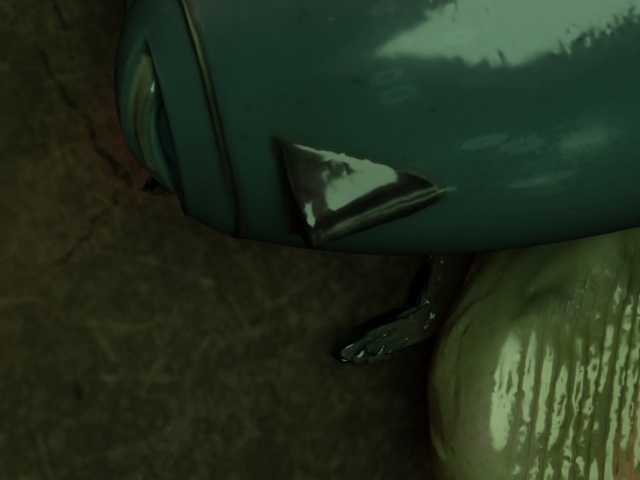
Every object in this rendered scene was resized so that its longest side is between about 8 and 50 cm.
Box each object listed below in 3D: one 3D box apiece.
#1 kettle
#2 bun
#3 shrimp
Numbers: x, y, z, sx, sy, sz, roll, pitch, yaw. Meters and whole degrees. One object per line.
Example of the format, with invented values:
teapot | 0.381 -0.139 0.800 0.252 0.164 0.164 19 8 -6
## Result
kettle | 0.051 -0.128 0.706 0.342 0.319 0.247 -15 134 -9
bun | 0.151 0.082 0.789 0.237 0.116 0.210 -2 91 -39
shrimp | 0.000 0.000 0.793 0.219 0.046 0.152 1 86 -16
